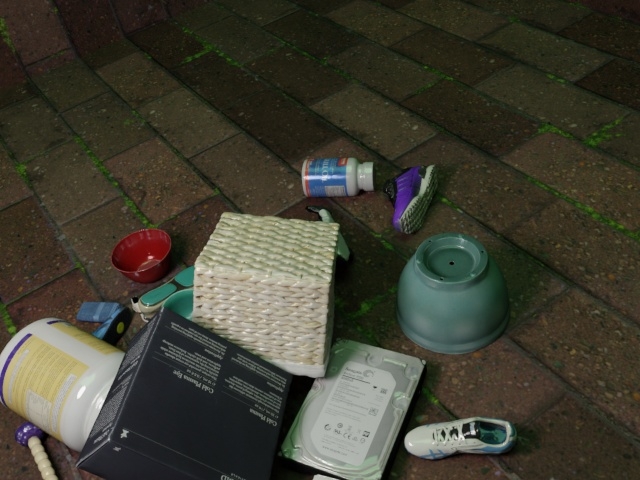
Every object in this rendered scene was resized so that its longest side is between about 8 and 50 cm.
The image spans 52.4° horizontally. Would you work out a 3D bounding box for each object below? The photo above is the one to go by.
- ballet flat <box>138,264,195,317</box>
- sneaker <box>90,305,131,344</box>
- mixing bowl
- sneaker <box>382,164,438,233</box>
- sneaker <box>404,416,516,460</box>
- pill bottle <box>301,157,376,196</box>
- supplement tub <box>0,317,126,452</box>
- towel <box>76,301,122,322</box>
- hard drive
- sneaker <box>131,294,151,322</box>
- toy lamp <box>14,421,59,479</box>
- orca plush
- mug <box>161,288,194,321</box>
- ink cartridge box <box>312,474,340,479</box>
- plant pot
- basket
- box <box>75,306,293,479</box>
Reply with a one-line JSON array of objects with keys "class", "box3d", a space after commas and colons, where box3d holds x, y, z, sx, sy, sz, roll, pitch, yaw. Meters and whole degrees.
[{"class": "ballet flat", "box3d": [-0.398, 0.144, 1.825, 0.248, 0.086, 0.086, -28, 44, -32]}, {"class": "sneaker", "box3d": [-0.595, 0.256, 1.761, 0.082, 0.069, 0.209, 6, 46, 24]}, {"class": "mixing bowl", "box3d": [-0.517, 0.061, 1.926, 0.182, 0.098, 0.181, -6, 43, 5]}, {"class": "sneaker", "box3d": [0.249, -0.126, 1.962, 0.146, 0.102, 0.293, 8, 41, 26]}, {"class": "sneaker", "box3d": [0.296, 0.414, 1.384, 0.237, 0.086, 0.085, -7, 45, 8]}, {"class": "pill bottle", "box3d": [0.060, -0.200, 2.055, 0.222, 0.124, 0.124, -1, 44, 12]}, {"class": "supplement tub", "box3d": [-0.563, 0.346, 1.524, 0.331, 0.241, 0.241, 21, 52, 24]}, {"class": "towel", "box3d": [-0.629, 0.206, 1.849, 0.120, 0.029, 0.067, 1, 44, 13]}, {"class": "hard drive", "box3d": [0.081, 0.389, 1.475, 0.237, 0.064, 0.339, 12, 47, 23]}, {"class": "sneaker", "box3d": [-0.497, 0.192, 1.824, 0.109, 0.043, 0.040, 26, 53, 32]}, {"class": "toy lamp", "box3d": [-0.619, 0.526, 1.477, 0.080, 0.080, 0.275, -31, 44, -19]}, {"class": "orca plush", "box3d": [0.000, 0.000, 1.878, 0.102, 0.151, 0.287, -41, 45, 14]}, {"class": "mug", "box3d": [-0.347, 0.218, 1.724, 0.130, 0.097, 0.157, -14, 44, -3]}, {"class": "ink cartridge box", "box3d": [0.016, 0.558, 1.314, 0.099, 0.056, 0.135, 8, 47, 20]}, {"class": "plant pot", "box3d": [0.327, 0.106, 1.621, 0.293, 0.196, 0.293, -6, 43, 6]}, {"class": "basket", "box3d": [-0.126, 0.117, 1.570, 0.331, 0.266, 0.328, 6, 27, 3]}, {"class": "box", "box3d": [-0.268, 0.370, 1.356, 0.343, 0.179, 0.312, 33, 41, -19]}]
